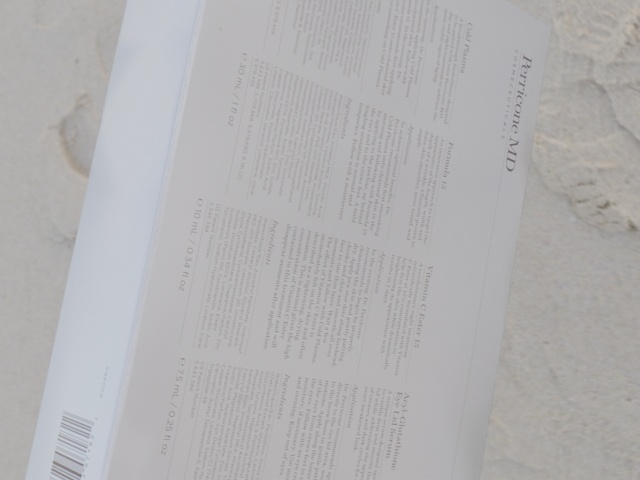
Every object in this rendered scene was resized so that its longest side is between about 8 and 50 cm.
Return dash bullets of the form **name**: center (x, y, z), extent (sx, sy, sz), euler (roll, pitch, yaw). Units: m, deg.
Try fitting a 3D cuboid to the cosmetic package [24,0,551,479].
- **cosmetic package**: center (0.000, 0.000, 0.572), extent (0.097, 0.285, 0.377), euler (2, 79, 51)
